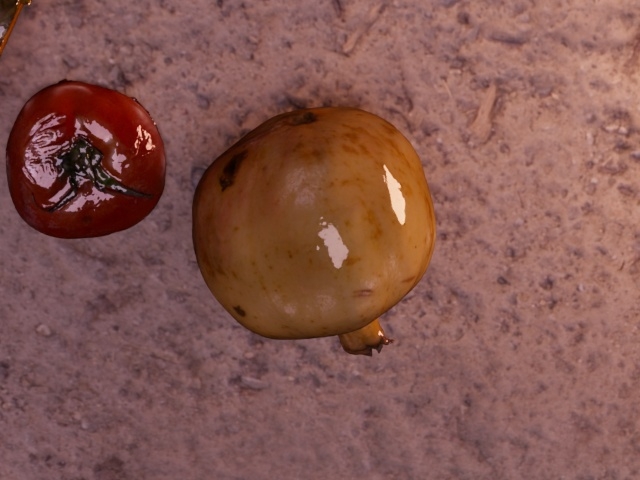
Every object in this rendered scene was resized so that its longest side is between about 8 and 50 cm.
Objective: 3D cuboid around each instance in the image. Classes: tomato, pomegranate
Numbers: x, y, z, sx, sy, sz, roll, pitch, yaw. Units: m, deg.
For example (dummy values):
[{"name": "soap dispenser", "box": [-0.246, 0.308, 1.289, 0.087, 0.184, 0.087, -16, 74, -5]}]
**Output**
[{"name": "tomato", "box": [-0.322, -0.098, 1.662, 0.228, 0.101, 0.228, -2, 107, -6]}, {"name": "pomegranate", "box": [0.000, 0.000, 1.610, 0.342, 0.342, 0.342, -2, 110, -5]}]

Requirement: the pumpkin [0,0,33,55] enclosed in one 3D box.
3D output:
[{"name": "pumpkin", "box": [-0.462, -0.238, 1.531, 0.139, 0.222, 0.317, 27, 106, -15]}]
